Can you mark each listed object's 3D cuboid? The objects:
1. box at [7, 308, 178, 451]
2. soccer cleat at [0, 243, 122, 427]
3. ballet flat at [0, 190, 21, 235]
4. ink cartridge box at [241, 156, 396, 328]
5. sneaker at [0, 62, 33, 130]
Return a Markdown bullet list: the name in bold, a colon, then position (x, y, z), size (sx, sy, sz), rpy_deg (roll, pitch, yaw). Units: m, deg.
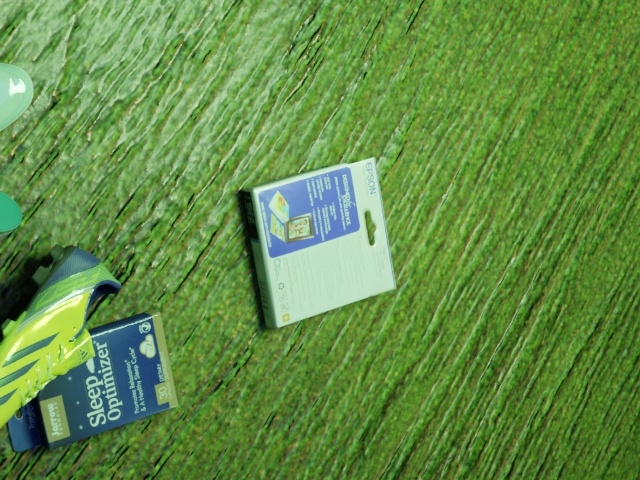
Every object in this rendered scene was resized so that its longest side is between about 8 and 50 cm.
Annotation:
- **box**: position (-0.304, 0.187, 1.694), size (0.225, 0.036, 0.136), rpy_deg (-16, 105, -28)
- **soccer cleat**: position (-0.343, 0.137, 1.590), size (0.121, 0.093, 0.289), rpy_deg (33, 61, -11)
- **ballet flat**: position (-0.441, -0.036, 1.553), size (0.188, 0.070, 0.070), rpy_deg (11, 91, -64)
- **ink cartridge box**: position (0.000, 0.000, 1.849), size (0.208, 0.045, 0.206), rpy_deg (-16, 105, -28)
- **sneaker**: position (-0.427, -0.142, 1.472), size (0.256, 0.151, 0.094), rpy_deg (-22, 106, -29)
